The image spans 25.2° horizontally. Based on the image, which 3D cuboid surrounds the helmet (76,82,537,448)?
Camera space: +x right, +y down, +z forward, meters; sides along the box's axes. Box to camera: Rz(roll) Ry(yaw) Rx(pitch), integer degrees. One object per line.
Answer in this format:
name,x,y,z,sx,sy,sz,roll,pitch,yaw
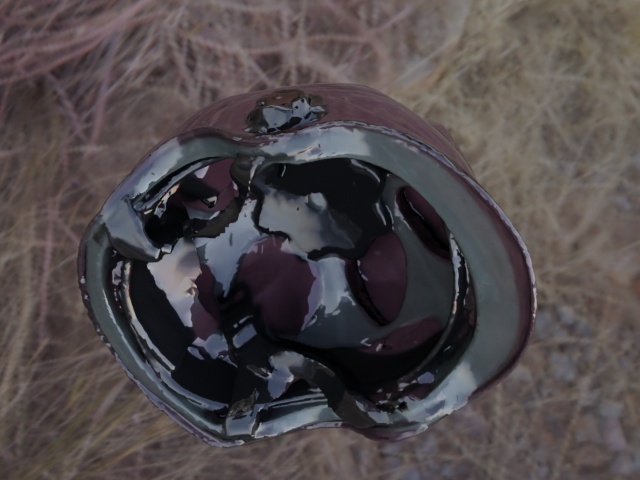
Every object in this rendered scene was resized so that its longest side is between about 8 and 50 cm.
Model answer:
helmet,0.000,0.000,1.050,0.271,0.338,0.197,63,25,-23
